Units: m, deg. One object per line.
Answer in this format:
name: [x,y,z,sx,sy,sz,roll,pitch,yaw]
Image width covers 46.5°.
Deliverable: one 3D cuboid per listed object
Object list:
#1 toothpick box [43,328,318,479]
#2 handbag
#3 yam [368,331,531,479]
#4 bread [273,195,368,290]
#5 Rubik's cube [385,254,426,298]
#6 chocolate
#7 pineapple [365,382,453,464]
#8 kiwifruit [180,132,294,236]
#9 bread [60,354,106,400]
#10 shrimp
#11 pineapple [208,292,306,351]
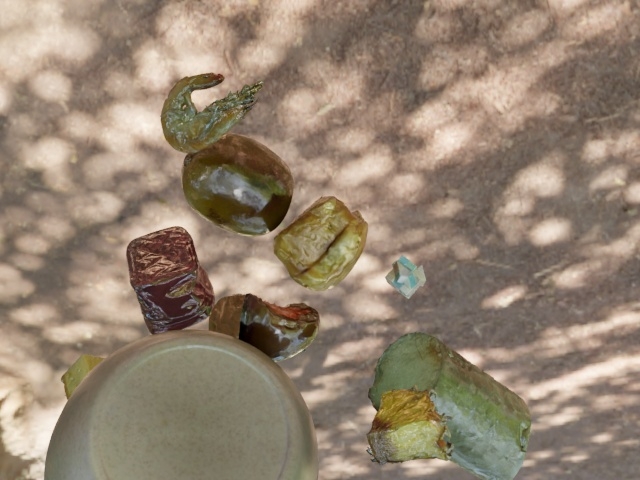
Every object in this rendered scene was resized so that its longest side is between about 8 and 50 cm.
toothpick box: [-0.221,0.365,1.150,0.408,0.409,0.425,7,145,-11]
handbag: [-0.295,0.077,1.459,0.146,0.225,0.135,-21,120,-8]
yam: [0.242,0.296,1.294,0.304,0.168,0.168,35,136,-23]
bread: [0.006,0.002,1.544,0.195,0.149,0.344,-39,-176,3]
Rubik's cube: [0.180,0.072,1.546,0.075,0.073,0.084,41,174,0]
chocolate: [-0.068,0.144,1.263,0.133,0.124,0.127,9,129,4]
pineapple: [0.109,0.247,0.978,0.116,0.069,0.137,-29,-164,-16]
kiwifruit: [-0.171,-0.115,1.506,0.234,0.196,0.196,23,141,-28]
bread: [-0.416,0.270,1.373,0.080,0.109,0.084,27,109,-44]
shrimp: [-0.203,-0.247,1.357,0.236,0.133,0.053,-25,169,30]
pineapple: [-0.129,0.218,1.775,0.157,0.158,0.278,-23,151,32]
